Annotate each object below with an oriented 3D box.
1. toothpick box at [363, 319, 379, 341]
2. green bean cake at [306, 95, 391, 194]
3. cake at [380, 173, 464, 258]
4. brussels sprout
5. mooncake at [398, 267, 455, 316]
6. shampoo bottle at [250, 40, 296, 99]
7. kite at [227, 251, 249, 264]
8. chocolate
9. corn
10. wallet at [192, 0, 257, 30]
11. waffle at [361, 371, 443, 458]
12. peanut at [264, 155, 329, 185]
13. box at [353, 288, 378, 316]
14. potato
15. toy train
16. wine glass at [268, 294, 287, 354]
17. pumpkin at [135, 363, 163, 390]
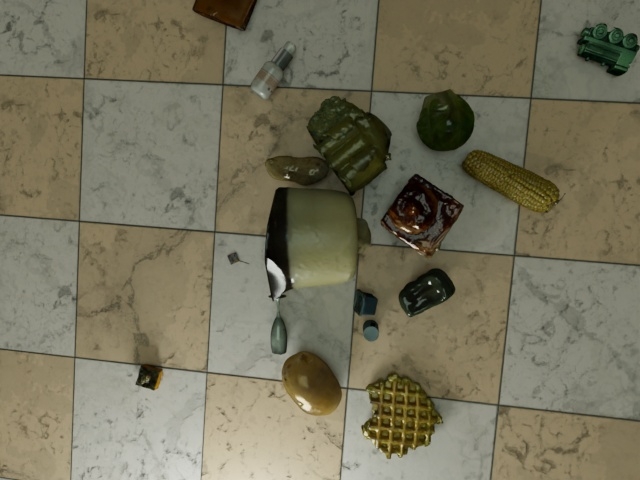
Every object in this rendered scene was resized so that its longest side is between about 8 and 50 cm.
[{"bbox_3d":[0.165,0.295,1.334,0.052,0.083,0.052,0,94,5],"label":"toothpick box"},{"bbox_3d":[0.086,-0.302,1.194,0.202,0.310,0.285,-36,92,9],"label":"green bean cake"},{"bbox_3d":[0.301,-0.075,1.197,0.199,0.293,0.196,37,97,7],"label":"cake"},{"bbox_3d":[0.385,-0.367,1.249,0.162,0.144,0.180,9,109,39],"label":"brussels sprout"},{"bbox_3d":[0.328,0.164,1.272,0.175,0.168,0.104,-32,88,-9],"label":"mooncake"},{"bbox_3d":[-0.149,-0.554,1.321,0.074,0.074,0.192,36,94,3],"label":"shampoo bottle"},{"bbox_3d":[-0.285,0.061,1.406,0.078,0.002,0.044,-2,93,7],"label":"kite"},{"bbox_3d":[0.000,0.000,1.214,0.297,0.326,0.314,5,138,7],"label":"chocolate"},{"bbox_3d":[0.584,-0.185,1.255,0.305,0.106,0.106,28,96,4],"label":"corn"},{"bbox_3d":[-0.309,-0.792,1.341,0.196,0.042,0.160,23,91,6],"label":"wallet"},{"bbox_3d":[0.254,0.589,1.360,0.291,0.051,0.291,0,92,3],"label":"waffle"},{"bbox_3d":[-0.077,-0.229,1.322,0.214,0.099,0.099,7,94,5],"label":"peanut"},{"bbox_3d":[0.147,0.204,1.328,0.054,0.099,0.074,7,95,-10],"label":"box"},{"bbox_3d":[-0.033,0.479,1.346,0.150,0.146,0.234,-38,90,37],"label":"potato"},{"bbox_3d":[0.859,-0.577,1.224,0.171,0.071,0.111,21,102,4],"label":"toy train"},{"bbox_3d":[-0.144,0.284,1.377,0.066,0.066,0.197,0,95,6],"label":"wine glass"},{"bbox_3d":[-0.607,0.483,1.438,0.083,0.054,0.074,13,90,10],"label":"pumpkin"}]
